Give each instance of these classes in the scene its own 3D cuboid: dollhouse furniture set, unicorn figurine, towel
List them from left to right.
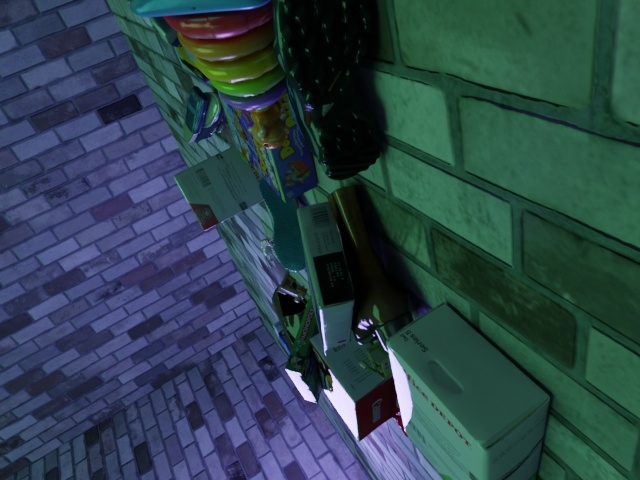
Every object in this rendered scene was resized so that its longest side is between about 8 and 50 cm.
[{"bbox_3d":[-0.339,-0.351,1.323,0.067,0.029,0.119,52,138,23],"label":"towel"},{"bbox_3d":[-0.181,0.033,1.703,0.111,0.060,0.162,65,164,-18],"label":"unicorn figurine"},{"bbox_3d":[-0.034,0.123,1.452,0.151,0.123,0.144,25,165,-4],"label":"dollhouse furniture set"}]

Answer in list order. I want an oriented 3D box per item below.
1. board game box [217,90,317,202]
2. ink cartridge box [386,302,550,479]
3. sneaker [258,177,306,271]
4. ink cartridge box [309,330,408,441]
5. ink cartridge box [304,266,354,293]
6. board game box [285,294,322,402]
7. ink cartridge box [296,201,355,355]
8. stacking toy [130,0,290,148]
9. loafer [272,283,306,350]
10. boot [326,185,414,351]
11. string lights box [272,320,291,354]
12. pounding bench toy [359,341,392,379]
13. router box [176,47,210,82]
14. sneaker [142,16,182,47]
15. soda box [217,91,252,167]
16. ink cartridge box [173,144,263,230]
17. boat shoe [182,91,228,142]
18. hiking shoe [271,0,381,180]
[{"bbox_3d":[-0.120,-0.271,0.899,0.233,0.078,0.347,48,161,39],"label":"board game box"},{"bbox_3d":[0.210,0.258,0.718,0.198,0.114,0.273,45,159,44],"label":"ink cartridge box"},{"bbox_3d":[-0.072,-0.041,1.127,0.092,0.087,0.229,11,-116,-80],"label":"sneaker"},{"bbox_3d":[0.108,0.395,1.288,0.272,0.130,0.310,49,161,35],"label":"ink cartridge box"},{"bbox_3d":[0.016,0.088,1.182,0.207,0.046,0.097,50,161,36],"label":"ink cartridge box"},{"bbox_3d":[-0.018,0.321,1.406,0.046,0.214,0.317,10,150,15],"label":"board game box"},{"bbox_3d":[0.011,0.092,0.922,0.371,0.069,0.176,91,166,-66],"label":"ink cartridge box"},{"bbox_3d":[-0.097,-0.240,0.661,0.302,0.175,0.166,72,-156,-53],"label":"stacking toy"},{"bbox_3d":[-0.073,0.295,1.690,0.366,0.133,0.130,52,163,28],"label":"loafer"},{"bbox_3d":[0.061,0.049,0.883,0.264,0.096,0.281,116,130,-87],"label":"boot"},{"bbox_3d":[-0.054,0.389,1.804,0.260,0.133,0.077,53,164,28],"label":"string lights box"},{"bbox_3d":[0.128,0.272,1.078,0.052,0.083,0.065,40,154,52],"label":"pounding bench toy"},{"bbox_3d":[-0.327,-0.493,1.233,0.179,0.046,0.133,46,160,43],"label":"router box"},{"bbox_3d":[-0.352,-0.546,1.108,0.316,0.127,0.182,54,174,16],"label":"sneaker"},{"bbox_3d":[-0.172,-0.262,1.118,0.058,0.061,0.181,47,160,41],"label":"soda box"},{"bbox_3d":[-0.242,-0.145,1.264,0.159,0.217,0.092,63,170,-10],"label":"ink cartridge box"},{"bbox_3d":[-0.317,-0.346,1.389,0.254,0.079,0.095,-30,78,54],"label":"boat shoe"},{"bbox_3d":[-0.011,-0.213,0.578,0.132,0.113,0.304,52,161,41],"label":"hiking shoe"}]
